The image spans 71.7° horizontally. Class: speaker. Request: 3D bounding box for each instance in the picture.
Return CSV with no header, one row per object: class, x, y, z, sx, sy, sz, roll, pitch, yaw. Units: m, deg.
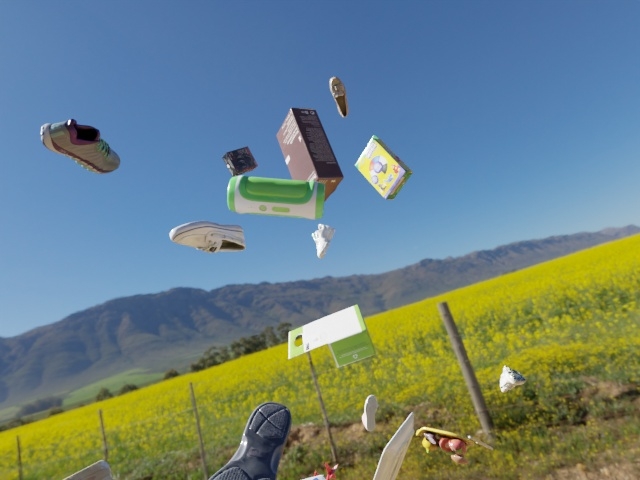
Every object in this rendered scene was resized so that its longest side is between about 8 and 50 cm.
speaker,-0.137,-0.137,1.409,0.296,0.131,0.131,5,-12,1

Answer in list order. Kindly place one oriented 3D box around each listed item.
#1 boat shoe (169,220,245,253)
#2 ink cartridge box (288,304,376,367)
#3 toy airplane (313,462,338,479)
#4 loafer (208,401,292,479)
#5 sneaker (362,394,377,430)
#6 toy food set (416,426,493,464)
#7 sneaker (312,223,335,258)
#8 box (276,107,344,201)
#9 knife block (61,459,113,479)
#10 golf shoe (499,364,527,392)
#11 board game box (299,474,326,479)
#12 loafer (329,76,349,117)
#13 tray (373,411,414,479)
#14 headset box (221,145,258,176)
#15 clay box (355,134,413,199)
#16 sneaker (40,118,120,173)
boat shoe,-0.299,-0.003,1.226,0.226,0.076,0.083,-5,-30,-44
ink cartridge box,0.031,0.327,1.433,0.255,0.097,0.189,-22,16,2
toy airplane,0.021,0.798,1.455,0.028,0.151,0.151,-25,-15,32
loafer,-0.126,0.421,0.768,0.109,0.095,0.302,15,28,12
sneaker,0.191,0.676,1.751,0.051,0.134,0.070,6,-8,-9
toy food set,0.390,0.628,1.343,0.218,0.071,0.128,-10,-40,45
sneaker,0.000,0.000,2.071,0.094,0.212,0.080,26,-52,-6
box,-0.054,-0.372,1.942,0.143,0.381,0.191,-7,-26,-33
knife block,-0.599,0.607,1.021,0.242,0.088,0.276,39,-9,-35
golf shoe,0.645,0.481,1.498,0.069,0.086,0.176,25,-2,21
board game box,-0.085,0.673,1.038,0.305,0.053,0.193,3,19,-30
loafer,0.062,-0.442,1.370,0.045,0.125,0.039,-18,29,7
tray,0.184,0.577,1.143,0.145,0.030,0.270,-28,-43,-45
headset box,-0.215,-0.216,1.203,0.083,0.062,0.032,-28,1,-40
clay box,0.213,-0.265,1.577,0.053,0.222,0.127,-6,-41,-45
sneaker,-0.541,-0.222,1.059,0.098,0.083,0.224,-14,-10,14
